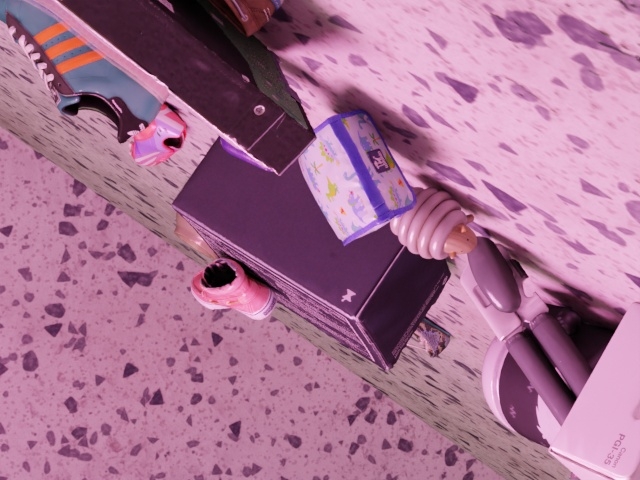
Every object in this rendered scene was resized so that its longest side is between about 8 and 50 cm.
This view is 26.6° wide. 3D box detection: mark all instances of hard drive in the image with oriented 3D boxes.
[{"bbox_3d":[-0.161,-0.222,1.318,0.339,0.064,0.237,37,-165,-28],"label":"hard drive"}]

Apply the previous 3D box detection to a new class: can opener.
[{"bbox_3d":[0.252,0.122,1.621,0.093,0.074,0.280,8,-136,-58],"label":"can opener"}]

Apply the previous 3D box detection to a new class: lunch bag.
[{"bbox_3d":[0.038,-0.071,1.495,0.129,0.096,0.151,61,177,3],"label":"lunch bag"}]

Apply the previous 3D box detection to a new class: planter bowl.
[{"bbox_3d":[-0.211,-0.032,2.584,0.162,0.109,0.162,31,171,6],"label":"planter bowl"}]

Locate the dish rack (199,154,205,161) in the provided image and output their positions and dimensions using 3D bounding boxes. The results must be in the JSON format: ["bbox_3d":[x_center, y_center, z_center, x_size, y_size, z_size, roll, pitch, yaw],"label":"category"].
[{"bbox_3d":[-0.059,-0.013,2.309,0.333,0.072,0.285,41,168,-35],"label":"dish rack"}]

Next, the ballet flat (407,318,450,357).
[{"bbox_3d":[0.148,0.149,2.454,0.188,0.070,0.070,34,171,-4],"label":"ballet flat"}]

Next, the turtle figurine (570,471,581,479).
[{"bbox_3d":[0.436,0.329,2.288,0.234,0.118,0.175,36,-149,-8],"label":"turtle figurine"}]

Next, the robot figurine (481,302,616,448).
[{"bbox_3d":[0.332,0.188,1.736,0.173,0.209,0.278,6,-175,-32],"label":"robot figurine"}]

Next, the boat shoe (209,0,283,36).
[{"bbox_3d":[-0.118,-0.259,1.250,0.183,0.066,0.066,35,170,-10],"label":"boat shoe"}]

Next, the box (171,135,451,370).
[{"bbox_3d":[0.000,0.000,1.818,0.296,0.183,0.294,31,172,18],"label":"box"}]

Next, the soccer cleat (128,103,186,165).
[{"bbox_3d":[-0.256,-0.161,2.182,0.095,0.083,0.248,28,168,5],"label":"soccer cleat"}]

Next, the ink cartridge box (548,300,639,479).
[{"bbox_3d":[0.411,0.227,1.540,0.117,0.207,0.283,19,163,48],"label":"ink cartridge box"}]

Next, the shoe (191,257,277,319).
[{"bbox_3d":[-0.138,0.055,1.848,0.178,0.063,0.081,15,158,51],"label":"shoe"}]

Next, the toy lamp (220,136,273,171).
[{"bbox_3d":[-0.130,-0.172,1.548,0.274,0.080,0.080,40,175,29],"label":"toy lamp"}]

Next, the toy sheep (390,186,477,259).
[{"bbox_3d":[0.127,-0.023,1.594,0.132,0.091,0.091,28,169,25],"label":"toy sheep"}]

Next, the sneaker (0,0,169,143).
[{"bbox_3d":[-0.365,-0.254,1.925,0.302,0.121,0.108,33,170,0],"label":"sneaker"}]
